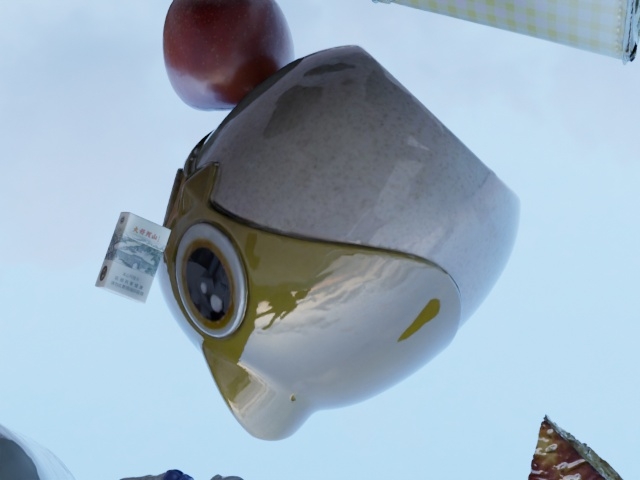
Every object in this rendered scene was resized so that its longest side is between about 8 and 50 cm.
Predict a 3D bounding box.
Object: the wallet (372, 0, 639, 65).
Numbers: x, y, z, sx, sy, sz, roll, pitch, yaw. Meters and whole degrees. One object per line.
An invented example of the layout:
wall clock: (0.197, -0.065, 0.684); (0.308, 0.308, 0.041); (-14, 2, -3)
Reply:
wallet: (0.197, -0.314, 1.337); (0.310, 0.223, 0.077); (19, -129, 22)

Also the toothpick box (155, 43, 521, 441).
toothpick box: (0.000, 0.000, 1.583); (0.425, 0.409, 0.409); (-47, -150, 7)

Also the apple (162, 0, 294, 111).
apple: (-0.123, -0.260, 1.701); (0.181, 0.168, 0.181); (-4, -160, 2)

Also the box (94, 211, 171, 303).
box: (-0.194, 0.018, 1.302); (0.054, 0.083, 0.024); (25, 168, -34)

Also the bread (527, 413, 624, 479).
bread: (0.305, 0.288, 1.456); (0.136, 0.154, 0.054); (11, -170, 35)

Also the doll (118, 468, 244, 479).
doll: (-0.145, 0.266, 1.193); (0.227, 0.114, 0.057); (-31, 172, 29)

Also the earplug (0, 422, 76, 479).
earplug: (-0.410, 0.323, 1.333); (0.313, 0.312, 0.394); (-12, 166, -10)
